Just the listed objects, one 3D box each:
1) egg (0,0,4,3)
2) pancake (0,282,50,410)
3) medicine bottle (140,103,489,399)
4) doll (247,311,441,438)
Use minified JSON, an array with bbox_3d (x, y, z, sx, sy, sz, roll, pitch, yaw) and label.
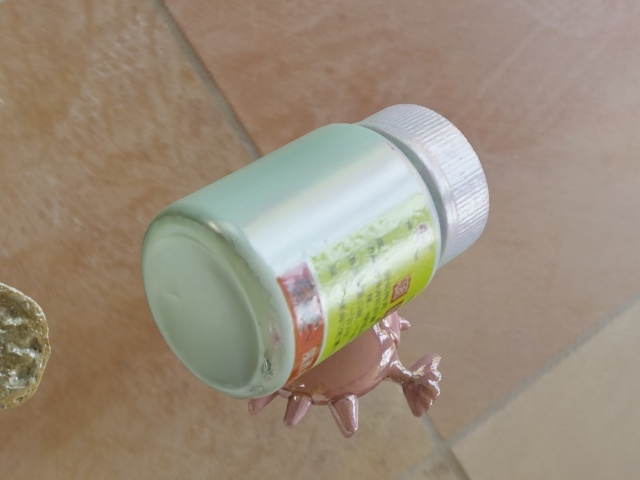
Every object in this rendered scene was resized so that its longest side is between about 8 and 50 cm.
[{"bbox_3d":[-0.400,-0.320,1.396,0.164,0.131,0.131,-36,111,-2],"label":"egg"},{"bbox_3d":[-0.371,0.118,1.360,0.151,0.025,0.152,-1,92,-15],"label":"pancake"},{"bbox_3d":[0.000,0.000,0.848,0.225,0.139,0.139,-31,112,-37],"label":"medicine bottle"},{"bbox_3d":[0.001,0.087,1.219,0.262,0.093,0.211,25,64,1],"label":"doll"}]
